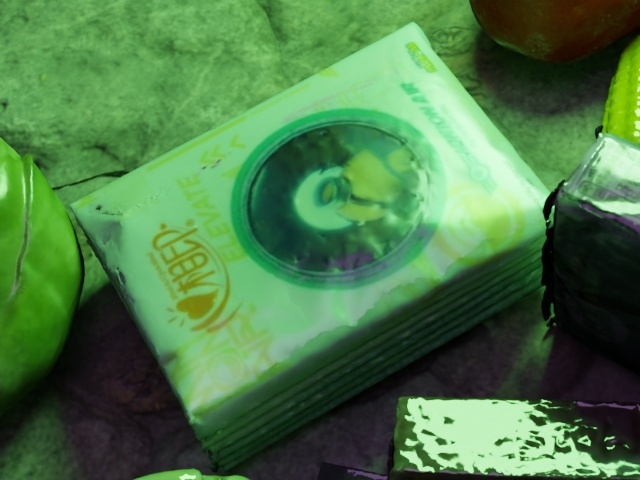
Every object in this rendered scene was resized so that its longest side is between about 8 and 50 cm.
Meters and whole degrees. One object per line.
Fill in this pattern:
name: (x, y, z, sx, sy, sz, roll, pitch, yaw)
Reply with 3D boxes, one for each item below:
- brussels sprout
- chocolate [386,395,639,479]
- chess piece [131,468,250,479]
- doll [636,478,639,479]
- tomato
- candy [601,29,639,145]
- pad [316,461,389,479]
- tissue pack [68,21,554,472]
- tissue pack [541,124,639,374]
brussels sprout: (-0.381, 0.028, 1.261, 0.328, 0.247, 0.328, -2, 59, 3)
chocolate: (0.203, 0.196, 1.145, 0.321, 0.112, 0.112, 1, 53, 9)
chess piece: (-0.088, 0.406, 1.013, 0.234, 0.234, 0.442, -12, 57, 2)
doll: (0.307, 0.293, 1.049, 0.252, 0.111, 0.237, -2, 88, 15)
tomato: (0.261, -0.293, 1.352, 0.232, 0.232, 0.188, -36, 59, -12)
candy: (0.334, -0.141, 1.332, 0.106, 0.094, 0.199, 0, 55, 15)
pad: (0.098, 0.294, 1.173, 0.245, 0.006, 0.170, 10, 62, 14)
tissue pack: (0.000, 0.000, 1.261, 0.388, 0.162, 0.287, -29, 57, -8)
tissue pack: (0.368, 0.067, 1.114, 0.361, 0.259, 0.122, 30, 71, 21)
